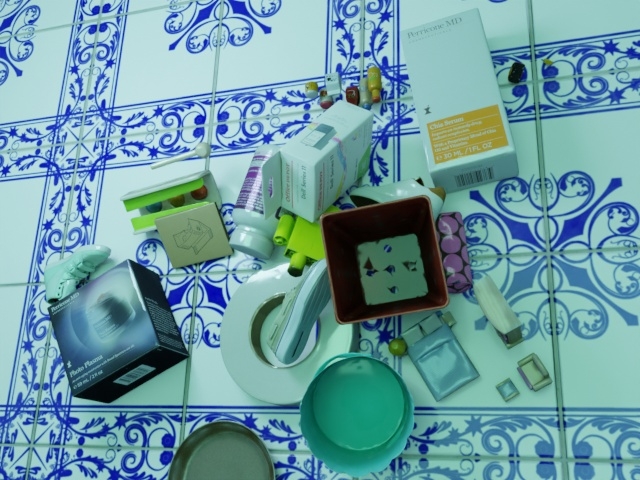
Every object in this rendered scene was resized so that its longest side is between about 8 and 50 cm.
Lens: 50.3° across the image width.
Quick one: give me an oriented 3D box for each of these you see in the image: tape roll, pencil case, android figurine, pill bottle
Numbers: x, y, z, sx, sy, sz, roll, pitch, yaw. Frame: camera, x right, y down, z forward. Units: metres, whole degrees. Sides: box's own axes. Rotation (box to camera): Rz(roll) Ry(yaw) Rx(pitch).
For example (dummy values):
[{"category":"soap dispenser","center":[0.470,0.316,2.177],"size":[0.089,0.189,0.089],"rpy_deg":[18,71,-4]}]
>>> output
[{"category":"tape roll","center":[-0.086,0.249,1.852],"size":[0.391,0.072,0.393],"rpy_deg":[-6,71,17]},{"category":"pencil case","center":[0.333,0.030,1.769],"size":[0.098,0.095,0.210],"rpy_deg":[-3,66,-3]},{"category":"android figurine","center":[0.000,0.000,1.852],"size":[0.248,0.056,0.273],"rpy_deg":[21,50,-8]},{"category":"pill bottle","center":[-0.152,-0.106,1.942],"size":[0.169,0.169,0.302],"rpy_deg":[14,77,23]}]

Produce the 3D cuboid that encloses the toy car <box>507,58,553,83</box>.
[{"category":"toy car","center":[0.581,-0.474,1.903],"size":[0.121,0.060,0.041],"rpy_deg":[-5,25,0]}]

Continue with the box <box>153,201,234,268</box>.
[{"category":"box","center":[-0.373,-0.014,2.013],"size":[0.201,0.021,0.165],"rpy_deg":[-14,108,14]}]

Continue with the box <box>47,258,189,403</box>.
[{"category":"box","center":[-0.584,0.262,1.958],"size":[0.296,0.183,0.294],"rpy_deg":[-31,64,6]}]

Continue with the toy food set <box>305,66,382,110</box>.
[{"category":"toy food set","center":[0.072,-0.422,2.005],"size":[0.232,0.111,0.105],"rpy_deg":[-8,69,13]}]

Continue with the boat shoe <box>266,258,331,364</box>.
[{"category":"boat shoe","center":[-0.057,0.171,1.736],"size":[0.094,0.109,0.303],"rpy_deg":[34,105,31]}]

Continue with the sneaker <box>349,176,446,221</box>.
[{"category":"sneaker","center":[0.214,-0.116,1.847],"size":[0.290,0.106,0.123],"rpy_deg":[15,59,41]}]

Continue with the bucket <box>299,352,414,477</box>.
[{"category":"bucket","center":[0.087,0.406,1.640],"size":[0.280,0.183,0.282],"rpy_deg":[0,85,4]}]

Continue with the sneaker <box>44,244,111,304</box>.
[{"category":"sneaker","center":[-0.745,0.115,2.108],"size":[0.255,0.094,0.151],"rpy_deg":[-24,60,20]}]

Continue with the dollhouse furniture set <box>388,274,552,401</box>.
[{"category":"dollhouse furniture set","center":[0.340,0.279,1.625],"size":[0.303,0.198,0.287],"rpy_deg":[-32,65,7]}]

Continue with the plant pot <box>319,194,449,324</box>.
[{"category":"plant pot","center":[0.165,0.061,1.695],"size":[0.267,0.236,0.267],"rpy_deg":[-11,80,8]}]

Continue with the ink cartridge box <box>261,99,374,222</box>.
[{"category":"ink cartridge box","center":[-0.003,-0.196,1.821],"size":[0.119,0.207,0.353],"rpy_deg":[28,52,23]}]

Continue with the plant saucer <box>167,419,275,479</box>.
[{"category":"plant saucer","center":[-0.255,0.634,1.789],"size":[0.310,0.050,0.311],"rpy_deg":[-6,69,17]}]

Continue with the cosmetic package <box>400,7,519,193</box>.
[{"category":"cosmetic package","center":[0.375,-0.378,1.861],"size":[0.229,0.161,0.454],"rpy_deg":[-14,67,14]}]

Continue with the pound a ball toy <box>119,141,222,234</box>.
[{"category":"pound a ball toy","center":[-0.438,-0.162,2.059],"size":[0.318,0.136,0.208],"rpy_deg":[-15,103,14]}]
